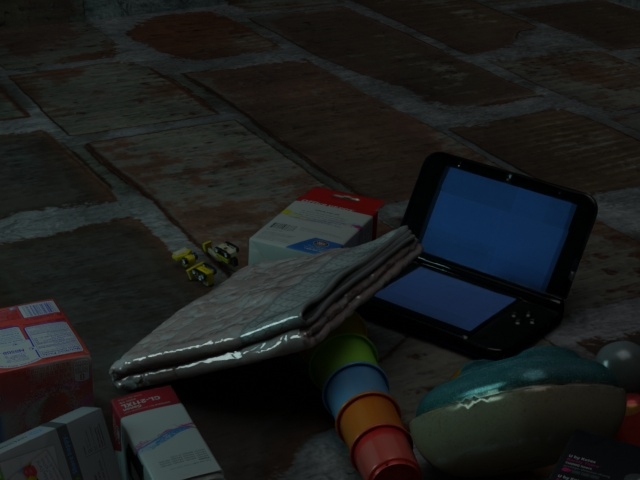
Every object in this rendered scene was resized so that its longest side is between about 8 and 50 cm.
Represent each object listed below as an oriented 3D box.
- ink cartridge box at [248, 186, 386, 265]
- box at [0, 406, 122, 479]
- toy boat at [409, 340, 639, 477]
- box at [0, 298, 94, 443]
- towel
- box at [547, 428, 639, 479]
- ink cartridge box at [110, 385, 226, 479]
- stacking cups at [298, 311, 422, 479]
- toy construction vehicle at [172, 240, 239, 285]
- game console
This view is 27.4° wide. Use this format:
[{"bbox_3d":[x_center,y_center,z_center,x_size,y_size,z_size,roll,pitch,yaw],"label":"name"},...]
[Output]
[{"bbox_3d":[0.000,0.000,1.983,0.134,0.078,0.231,13,27,21],"label":"ink cartridge box"},{"bbox_3d":[-0.283,0.266,1.309,0.186,0.145,0.038,-21,11,-41],"label":"box"},{"bbox_3d":[0.254,0.179,1.456,0.318,0.148,0.267,6,-21,-35],"label":"toy boat"},{"bbox_3d":[-0.419,0.184,1.482,0.300,0.142,0.154,-11,28,-25],"label":"box"},{"bbox_3d":[-0.066,0.081,1.692,0.317,0.053,0.332,-16,12,34],"label":"towel"},{"bbox_3d":[0.254,0.320,1.198,0.143,0.165,0.270,13,28,22],"label":"box"},{"bbox_3d":[-0.159,0.252,1.366,0.072,0.127,0.175,-10,27,-21],"label":"ink cartridge box"},{"bbox_3d":[0.053,0.189,1.555,0.096,0.096,0.316,-5,26,-14],"label":"stacking cups"},{"bbox_3d":[-0.169,0.034,1.962,0.086,0.035,0.098,-30,36,-32],"label":"toy construction vehicle"},{"bbox_3d":[0.201,0.015,1.853,0.293,0.173,0.250,19,29,33],"label":"game console"}]
